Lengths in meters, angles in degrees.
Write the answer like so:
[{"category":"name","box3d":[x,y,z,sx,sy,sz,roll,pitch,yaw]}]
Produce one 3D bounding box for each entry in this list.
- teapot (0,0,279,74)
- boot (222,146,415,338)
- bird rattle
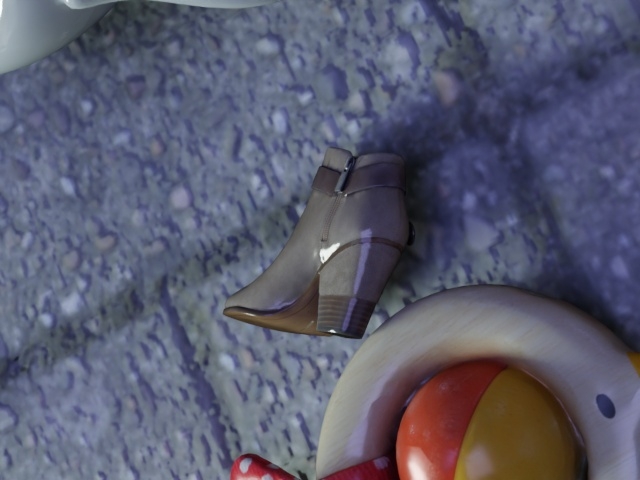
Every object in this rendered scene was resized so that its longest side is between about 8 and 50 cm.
[{"category":"teapot","box3d":[-0.146,-0.209,0.744,0.252,0.187,0.256,0,123,49]},{"category":"boot","box3d":[0.000,0.000,0.754,0.118,0.042,0.087,3,79,52]},{"category":"bird rattle","box3d":[0.064,0.121,0.710,0.253,0.143,0.207,17,92,41]}]
